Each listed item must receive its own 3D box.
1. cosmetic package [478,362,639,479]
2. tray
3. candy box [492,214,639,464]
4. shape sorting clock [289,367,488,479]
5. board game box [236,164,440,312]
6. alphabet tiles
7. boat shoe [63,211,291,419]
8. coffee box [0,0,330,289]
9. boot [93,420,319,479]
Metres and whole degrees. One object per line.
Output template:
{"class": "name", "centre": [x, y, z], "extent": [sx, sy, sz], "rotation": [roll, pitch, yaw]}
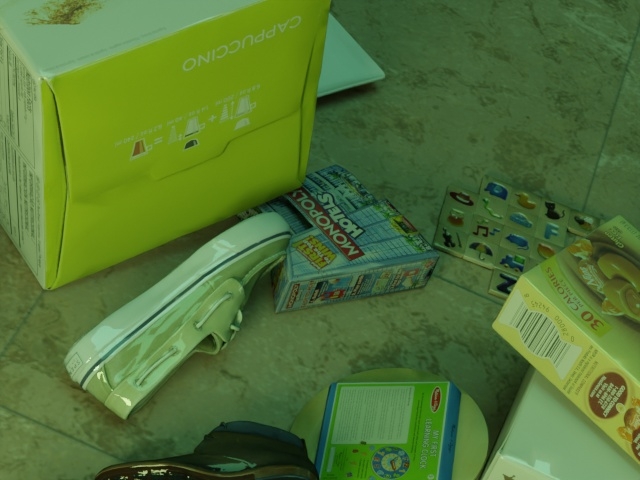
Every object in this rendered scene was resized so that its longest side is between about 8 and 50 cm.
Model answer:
{"class": "cosmetic package", "centre": [0.302, 0.189, 1.761], "extent": [0.197, 0.155, 0.365], "rotation": [28, 44, 7]}
{"class": "tray", "centre": [-0.061, -0.216, 2.108], "extent": [0.270, 0.030, 0.145], "rotation": [-19, 56, -35]}
{"class": "candy box", "centre": [0.349, 0.130, 1.661], "extent": [0.316, 0.087, 0.183], "rotation": [44, 47, 20]}
{"class": "shape sorting clock", "centre": [0.069, 0.208, 1.698], "extent": [0.206, 0.040, 0.206], "rotation": [-8, 40, 7]}
{"class": "board game box", "centre": [0.000, 0.000, 1.897], "extent": [0.194, 0.060, 0.194], "rotation": [-22, 59, -37]}
{"class": "alphabet tiles", "centre": [0.256, 0.010, 2.027], "extent": [0.237, 0.009, 0.198], "rotation": [20, 43, -1]}
{"class": "boat shoe", "centre": [-0.133, 0.079, 1.746], "extent": [0.302, 0.109, 0.094], "rotation": [-38, 82, -30]}
{"class": "coffee box", "centre": [-0.222, -0.215, 1.783], "extent": [0.338, 0.338, 0.334], "rotation": [-24, 58, -25]}
{"class": "boot", "centre": [-0.109, 0.230, 1.630], "extent": [0.219, 0.082, 0.106], "rotation": [4, 22, -2]}
